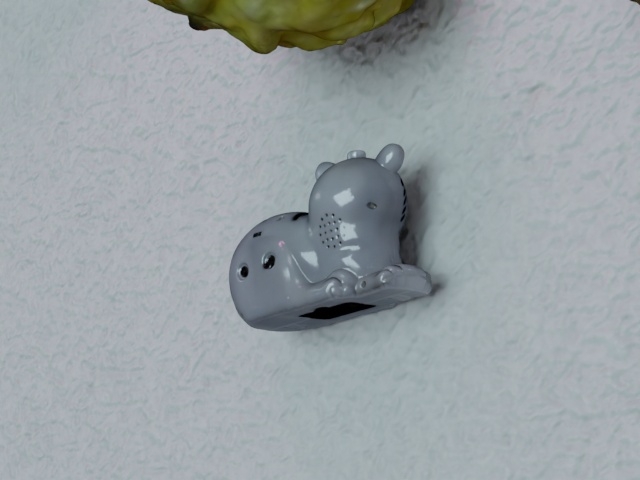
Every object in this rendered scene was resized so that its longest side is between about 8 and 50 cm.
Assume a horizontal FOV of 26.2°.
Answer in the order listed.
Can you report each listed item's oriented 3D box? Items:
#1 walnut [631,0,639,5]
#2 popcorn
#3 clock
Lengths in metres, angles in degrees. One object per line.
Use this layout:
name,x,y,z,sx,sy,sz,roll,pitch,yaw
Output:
walnut,0.224,-0.218,0.765,0.228,0.228,0.227,-12,73,43
popcorn,-0.051,-0.224,1.014,0.233,0.266,0.192,46,125,31
clock,0.000,0.000,1.039,0.176,0.080,0.117,-19,69,40
